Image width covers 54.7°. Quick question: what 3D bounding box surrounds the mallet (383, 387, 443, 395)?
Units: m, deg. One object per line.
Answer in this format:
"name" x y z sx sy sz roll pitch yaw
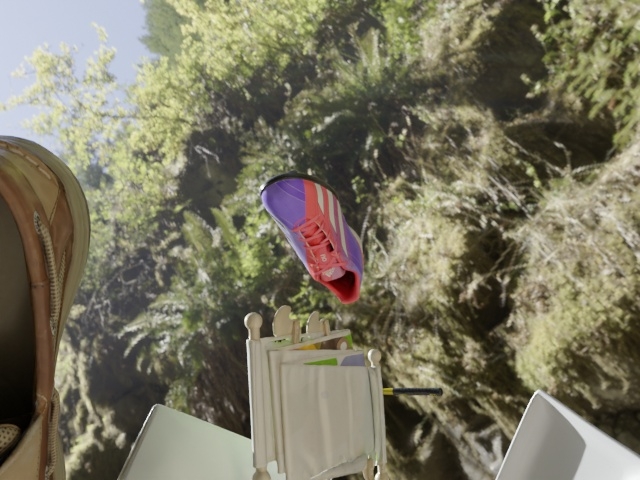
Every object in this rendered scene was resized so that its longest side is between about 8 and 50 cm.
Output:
"mallet" 0.122 0.269 1.112 0.190 0.039 0.062 -11 -37 30

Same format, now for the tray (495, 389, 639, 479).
"tray" 0.259 0.319 0.695 0.030 0.145 0.270 4 -70 -38

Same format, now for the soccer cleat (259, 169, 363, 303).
"soccer cleat" 0.000 0.000 1.026 0.109 0.116 0.318 -17 -32 14

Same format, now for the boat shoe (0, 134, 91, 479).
"boat shoe" -0.196 0.103 0.321 0.123 0.116 0.324 4 -87 -15

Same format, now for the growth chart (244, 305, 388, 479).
"growth chart" 0.006 0.160 0.617 0.021 0.172 0.237 -12 -22 34

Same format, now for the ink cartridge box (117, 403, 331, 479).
"ink cartridge box" -0.134 0.318 0.690 0.198 0.197 0.270 23 -23 -5
